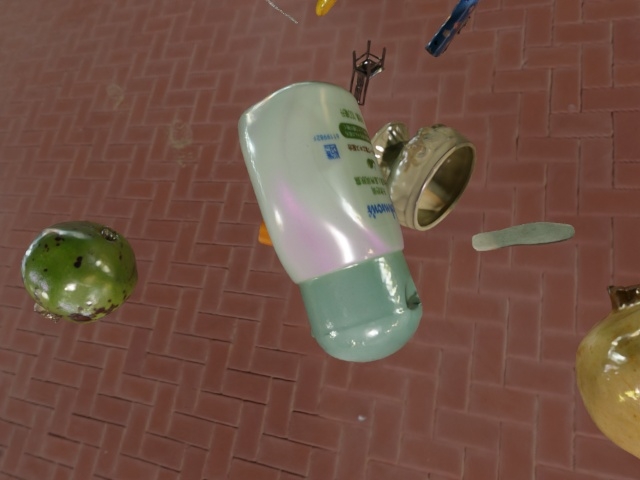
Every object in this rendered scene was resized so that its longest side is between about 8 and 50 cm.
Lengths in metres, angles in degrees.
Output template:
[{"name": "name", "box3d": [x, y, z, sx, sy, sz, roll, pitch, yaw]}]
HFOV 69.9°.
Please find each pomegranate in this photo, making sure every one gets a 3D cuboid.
[{"name": "pomegranate", "box3d": [-0.573, 0.084, 1.088, 0.254, 0.254, 0.270, 35, 89, 26]}, {"name": "pomegranate", "box3d": [0.559, 0.219, 0.708, 0.308, 0.307, 0.306, -6, 70, 18]}]

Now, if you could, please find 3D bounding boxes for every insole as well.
[{"name": "insole", "box3d": [0.408, -0.009, 0.932, 0.192, 0.010, 0.063, -9, 44, 22]}]

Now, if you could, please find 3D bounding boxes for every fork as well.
[{"name": "fork", "box3d": [-0.100, -0.534, 1.055, 0.115, 0.016, 0.012, 32, 128, -1]}]

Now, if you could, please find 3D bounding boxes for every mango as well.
[{"name": "mango", "box3d": [0.021, -0.789, 1.500, 0.057, 0.079, 0.114, 29, 96, -8]}]

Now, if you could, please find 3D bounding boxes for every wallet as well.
[{"name": "wallet", "box3d": [0.387, -0.626, 1.302, 0.059, 0.141, 0.202, 37, 124, 0]}]

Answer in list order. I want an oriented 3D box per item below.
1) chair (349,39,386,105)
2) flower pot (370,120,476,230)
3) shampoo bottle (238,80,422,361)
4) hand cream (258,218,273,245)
[{"name": "chair", "box3d": [0.170, -0.608, 1.683, 0.084, 0.212, 0.101, 38, 65, 22]}, {"name": "flower pot", "box3d": [0.267, -0.205, 1.326, 0.244, 0.307, 0.307, 36, 86, 31]}, {"name": "shampoo bottle", "box3d": [0.021, -0.015, 0.598, 0.152, 0.222, 0.349, -20, 84, 27]}, {"name": "hand cream", "box3d": [0.000, 0.000, 1.210, 0.315, 0.140, 0.089, 13, 98, 9]}]
